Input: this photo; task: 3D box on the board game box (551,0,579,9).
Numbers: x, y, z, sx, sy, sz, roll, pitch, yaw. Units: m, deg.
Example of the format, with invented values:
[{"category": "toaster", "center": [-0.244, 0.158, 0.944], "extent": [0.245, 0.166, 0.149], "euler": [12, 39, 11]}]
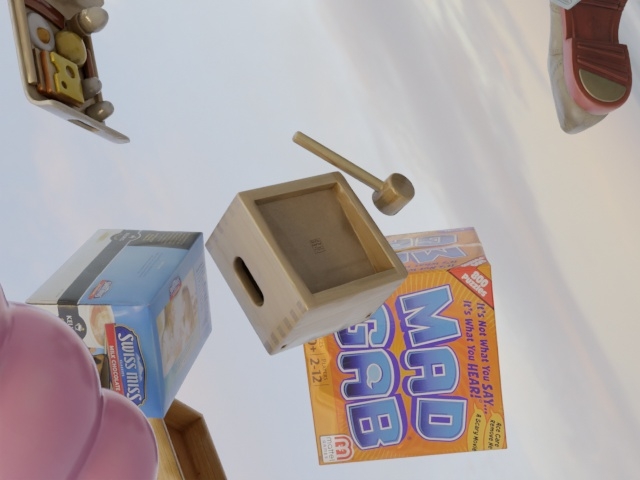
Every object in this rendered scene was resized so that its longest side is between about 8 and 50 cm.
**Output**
[{"category": "board game box", "center": [0.324, -0.421, 1.073], "extent": [0.224, 0.303, 0.098], "euler": [8, -126, -44]}]

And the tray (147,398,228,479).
[{"category": "tray", "center": [-0.249, 0.486, 1.830], "extent": [0.203, 0.076, 0.411], "euler": [46, -168, -50]}]

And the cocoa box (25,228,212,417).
[{"category": "cocoa box", "center": [-0.356, 0.143, 1.747], "extent": [0.347, 0.228, 0.231], "euler": [-68, -22, -67]}]

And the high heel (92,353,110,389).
[{"category": "high heel", "center": [-0.318, 0.302, 1.449], "extent": [0.261, 0.186, 0.093], "euler": [33, 165, 15]}]

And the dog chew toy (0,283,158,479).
[{"category": "dog chew toy", "center": [-0.250, 0.117, 0.655], "extent": [0.332, 0.206, 0.207], "euler": [40, -153, -30]}]

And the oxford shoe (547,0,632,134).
[{"category": "oxford shoe", "center": [0.383, -0.325, 1.416], "extent": [0.123, 0.130, 0.348], "euler": [12, -114, -9]}]

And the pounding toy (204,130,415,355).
[{"category": "pounding toy", "center": [-0.001, -0.009, 0.907], "extent": [0.206, 0.094, 0.181], "euler": [-15, -116, -40]}]

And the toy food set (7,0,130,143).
[{"category": "toy food set", "center": [-0.435, -0.337, 1.676], "extent": [0.219, 0.092, 0.306], "euler": [25, -133, -63]}]

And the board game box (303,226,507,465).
[{"category": "board game box", "center": [0.159, 0.194, 1.876], "extent": [0.356, 0.356, 0.356], "euler": [-71, -26, -77]}]
